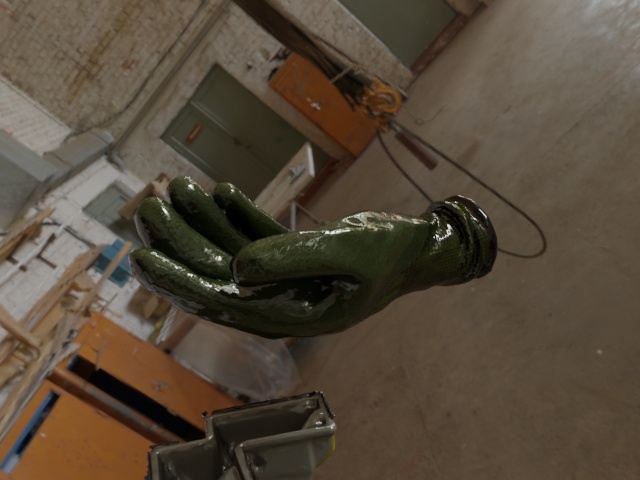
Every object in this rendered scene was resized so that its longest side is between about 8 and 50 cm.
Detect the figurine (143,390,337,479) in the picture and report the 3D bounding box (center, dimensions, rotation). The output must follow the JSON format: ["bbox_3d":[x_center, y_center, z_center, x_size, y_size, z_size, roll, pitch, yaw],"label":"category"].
[{"bbox_3d":[-0.049,0.278,0.453,0.143,0.308,0.308,9,59,48],"label":"figurine"}]

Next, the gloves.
[{"bbox_3d":[0.004,0.014,0.414,0.135,0.268,0.107,168,103,-66],"label":"gloves"}]
